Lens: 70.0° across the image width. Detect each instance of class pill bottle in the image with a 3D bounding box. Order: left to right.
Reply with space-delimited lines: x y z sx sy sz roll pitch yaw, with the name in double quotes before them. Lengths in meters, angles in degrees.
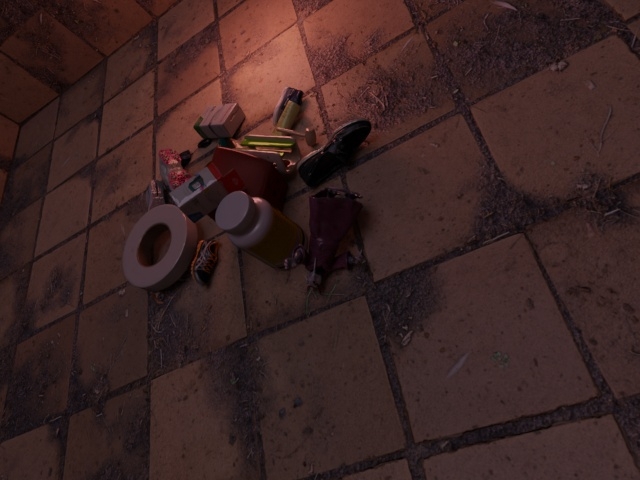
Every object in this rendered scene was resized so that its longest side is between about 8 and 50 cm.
"pill bottle" -0.205 -0.035 1.605 0.187 0.334 0.188 -14 60 26

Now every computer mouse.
"computer mouse" -0.644 -0.444 2.279 0.242 0.041 0.071 -34 53 14

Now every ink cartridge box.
"ink cartridge box" -0.395 -0.178 1.611 0.231 0.134 0.078 -37 68 -6
"ink cartridge box" -0.485 -0.574 2.196 0.208 0.087 0.153 7 59 35

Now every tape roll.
"tape roll" -0.706 0.029 1.997 0.391 0.072 0.392 -13 63 27

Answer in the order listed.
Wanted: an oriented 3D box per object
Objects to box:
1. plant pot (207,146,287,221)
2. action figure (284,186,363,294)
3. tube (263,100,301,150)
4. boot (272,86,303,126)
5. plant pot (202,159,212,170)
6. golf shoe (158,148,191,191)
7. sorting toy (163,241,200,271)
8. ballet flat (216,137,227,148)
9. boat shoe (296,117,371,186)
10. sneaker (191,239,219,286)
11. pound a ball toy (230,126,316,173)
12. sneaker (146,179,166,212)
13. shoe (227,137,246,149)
"plant pot" -0.280 -0.188 1.798 0.235 0.267 0.267 5 69 21
"action figure" 0.000 0.000 1.551 0.276 0.247 0.371 -124 49 -70
"tube" -0.164 -0.482 1.975 0.240 0.062 0.070 -62 14 8
"boot" -0.143 -0.584 2.015 0.086 0.069 0.190 19 89 18
"plant pot" -0.455 -0.284 2.043 0.134 0.095 0.134 -14 61 26
"golf shoe" -0.708 -0.301 2.223 0.306 0.115 0.140 63 141 25
"sorting toy" -0.610 0.097 1.984 0.274 0.046 0.132 -26 56 20
"ballet flat" -0.465 -0.409 2.140 0.052 0.057 0.168 -33 53 27
"boat shoe" 0.060 -0.318 1.712 0.340 0.127 0.113 -31 55 19
"sneaker" -0.469 0.087 1.878 0.083 0.084 0.215 -11 61 23
"pound a ball toy" -0.186 -0.367 1.897 0.319 0.136 0.208 11 48 31
"sneaker" -0.798 -0.164 2.221 0.091 0.094 0.258 -40 51 52
"shoe" -0.369 -0.397 2.076 0.219 0.058 0.077 53 130 42
